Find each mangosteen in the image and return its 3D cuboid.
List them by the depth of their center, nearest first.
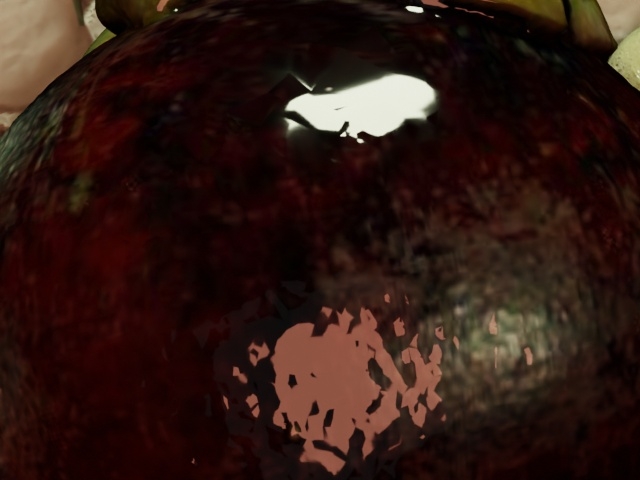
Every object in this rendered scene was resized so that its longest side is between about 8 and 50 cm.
[{"bbox_3d":[-0.001,0.015,0.600,0.300,0.300,0.300,-1,102,-5],"label":"mangosteen"}]

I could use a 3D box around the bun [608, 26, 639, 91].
[{"bbox_3d":[0.164,-0.058,0.723,0.086,0.055,0.086,-1,101,-4],"label":"bun"}]
